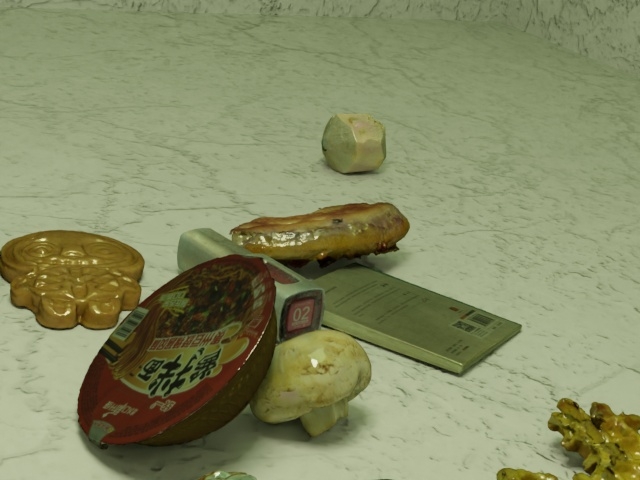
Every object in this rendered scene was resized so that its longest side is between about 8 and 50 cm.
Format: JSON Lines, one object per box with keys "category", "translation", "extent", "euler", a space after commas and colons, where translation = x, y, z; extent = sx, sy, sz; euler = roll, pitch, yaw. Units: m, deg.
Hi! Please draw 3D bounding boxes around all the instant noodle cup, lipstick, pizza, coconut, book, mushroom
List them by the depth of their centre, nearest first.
{"category": "instant noodle cup", "translation": [-0.138, 0.142, 1.372], "extent": [0.274, 0.091, 0.274], "euler": [-27, 32, 19]}
{"category": "mushroom", "translation": [-0.012, 0.162, 1.420], "extent": [0.148, 0.112, 0.148], "euler": [-29, -5, -3]}
{"category": "lipstick", "translation": [-0.102, 0.056, 1.712], "extent": [0.079, 0.077, 0.253], "euler": [-11, 27, -38]}
{"category": "book", "translation": [0.117, 0.103, 1.745], "extent": [0.283, 0.025, 0.215], "euler": [20, 22, 28]}
{"category": "pizza", "translation": [0.000, 0.000, 1.879], "extent": [0.305, 0.085, 0.161], "euler": [-9, 12, -25]}
{"category": "coconut", "translation": [0.056, -0.184, 2.347], "extent": [0.122, 0.116, 0.116], "euler": [-7, 26, -36]}

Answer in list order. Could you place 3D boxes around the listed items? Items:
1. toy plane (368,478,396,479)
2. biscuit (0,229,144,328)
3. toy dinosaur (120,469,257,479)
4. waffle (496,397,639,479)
{"category": "toy plane", "translation": [0.083, 0.282, 1.242], "extent": [0.197, 0.053, 0.078], "euler": [0, 31, -18]}
{"category": "biscuit", "translation": [-0.342, 0.045, 1.708], "extent": [0.202, 0.044, 0.288], "euler": [4, 19, -12]}
{"category": "toy dinosaur", "translation": [-0.215, 0.274, 1.089], "extent": [0.393, 0.092, 0.205], "euler": [-3, 23, -23]}
{"category": "waffle", "translation": [0.334, 0.266, 1.326], "extent": [0.260, 0.069, 0.293], "euler": [22, 25, 18]}
